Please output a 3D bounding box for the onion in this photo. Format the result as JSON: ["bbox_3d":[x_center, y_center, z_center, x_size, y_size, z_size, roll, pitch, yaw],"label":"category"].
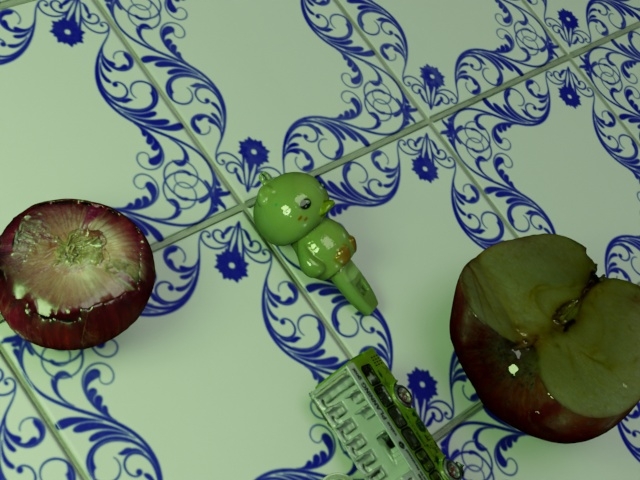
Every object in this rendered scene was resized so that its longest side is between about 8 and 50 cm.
[{"bbox_3d":[-0.356,0.052,1.646,0.248,0.161,0.248,18,43,-17],"label":"onion"}]

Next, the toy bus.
[{"bbox_3d":[0.104,0.322,1.753,0.139,0.113,0.301,-14,67,-55],"label":"toy bus"}]

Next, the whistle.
[{"bbox_3d":[0.005,-0.007,1.910,0.294,0.141,0.141,40,49,-3],"label":"whistle"}]

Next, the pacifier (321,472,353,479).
[{"bbox_3d":[0.025,0.382,1.716,0.068,0.064,0.083,0,59,-10],"label":"pacifier"}]

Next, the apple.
[{"bbox_3d":[0.395,0.153,1.941,0.365,0.295,0.328,-38,113,-42],"label":"apple"}]
